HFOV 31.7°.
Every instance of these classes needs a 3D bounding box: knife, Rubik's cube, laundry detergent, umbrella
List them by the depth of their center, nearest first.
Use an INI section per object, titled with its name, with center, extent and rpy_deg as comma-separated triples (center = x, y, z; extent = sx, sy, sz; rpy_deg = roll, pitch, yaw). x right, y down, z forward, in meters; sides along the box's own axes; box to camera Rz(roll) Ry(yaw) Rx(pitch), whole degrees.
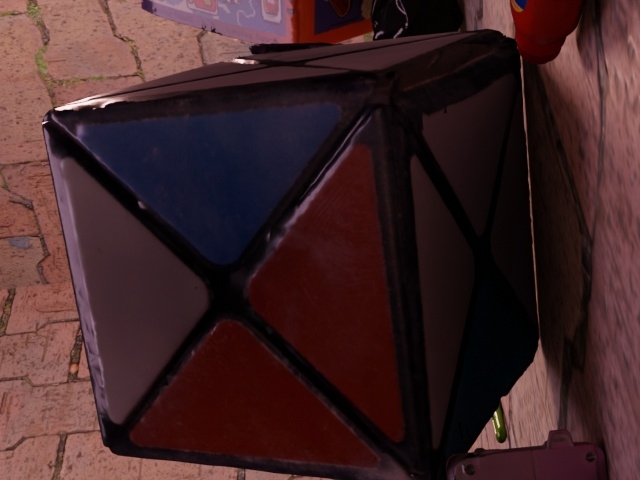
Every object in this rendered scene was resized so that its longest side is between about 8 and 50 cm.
[laundry detergent]
center = 0.133, -0.163, 0.663
extent = 0.165, 0.049, 0.097
rpy_deg = 75, -164, -68
[Rubik's cube]
center = 0.000, 0.000, 0.935
extent = 0.310, 0.305, 0.306
rpy_deg = -37, -59, -60
[umbrella]
center = 0.118, -0.374, 1.357
extent = 0.118, 0.118, 0.340
rpy_deg = -83, -3, -80
[knife]
center = 0.220, 0.182, 1.457
extent = 0.212, 0.015, 0.054
rpy_deg = -91, 2, -59

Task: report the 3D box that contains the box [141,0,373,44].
[box]
center = -0.061, -0.457, 1.451
extent = 0.257, 0.319, 0.348
rpy_deg = -25, -53, -40

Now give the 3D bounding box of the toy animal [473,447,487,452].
[toy animal]
center = 0.157, 0.314, 0.888
extent = 0.243, 0.087, 0.260
rpy_deg = 57, -156, -17

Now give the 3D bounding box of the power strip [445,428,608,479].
[power strip]
center = 0.154, 0.272, 0.773
extent = 0.037, 0.109, 0.278
rpy_deg = 99, 166, -82
